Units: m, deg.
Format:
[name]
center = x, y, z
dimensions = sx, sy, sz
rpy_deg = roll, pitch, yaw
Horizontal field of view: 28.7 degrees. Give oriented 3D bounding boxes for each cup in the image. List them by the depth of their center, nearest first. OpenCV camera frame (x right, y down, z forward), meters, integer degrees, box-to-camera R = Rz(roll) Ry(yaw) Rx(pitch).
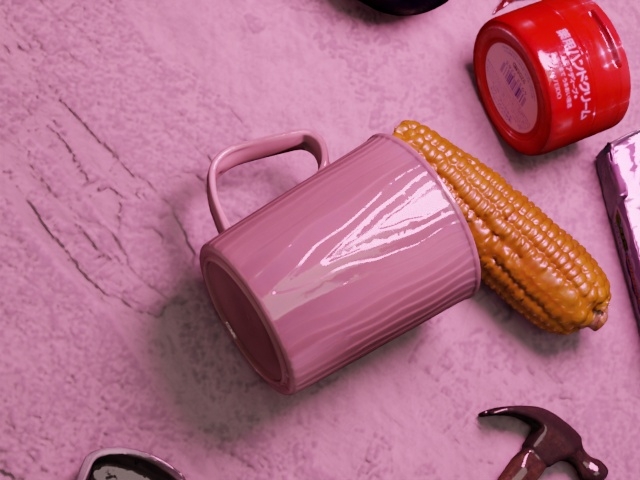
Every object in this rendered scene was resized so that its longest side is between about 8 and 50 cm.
[cup]
center = 0.007, 0.001, 1.450
dimensions = 0.273, 0.208, 0.288
rpy_deg = -31, 102, -18

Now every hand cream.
[hand cream]
center = 0.292, -0.211, 1.599
dimensions = 0.125, 0.193, 0.193
rpy_deg = -23, 83, -17

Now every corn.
[corn]
center = 0.215, -0.013, 1.567
dimensions = 0.363, 0.120, 0.120
rpy_deg = 39, 70, 0

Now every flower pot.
[flower pot]
center = -0.170, 0.313, 1.384
dimensions = 0.229, 0.108, 0.103
rpy_deg = 31, 70, -4

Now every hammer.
[hammer]
center = 0.163, 0.378, 1.487
dimensions = 0.168, 0.044, 0.440
rpy_deg = 43, 69, -2

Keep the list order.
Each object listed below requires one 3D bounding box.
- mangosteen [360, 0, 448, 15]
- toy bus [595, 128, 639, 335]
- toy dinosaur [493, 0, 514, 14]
[mangosteen]
center = 0.107, -0.401, 1.615
dimensions = 0.194, 0.194, 0.230
rpy_deg = 15, 48, -11
[toy bus]
center = 0.457, 0.000, 1.635
dimensions = 0.138, 0.112, 0.317
rpy_deg = -11, 78, -7
[toy dinosaur]
center = 0.319, -0.377, 1.733
dimensions = 0.108, 0.032, 0.220
rpy_deg = 46, 72, -3
